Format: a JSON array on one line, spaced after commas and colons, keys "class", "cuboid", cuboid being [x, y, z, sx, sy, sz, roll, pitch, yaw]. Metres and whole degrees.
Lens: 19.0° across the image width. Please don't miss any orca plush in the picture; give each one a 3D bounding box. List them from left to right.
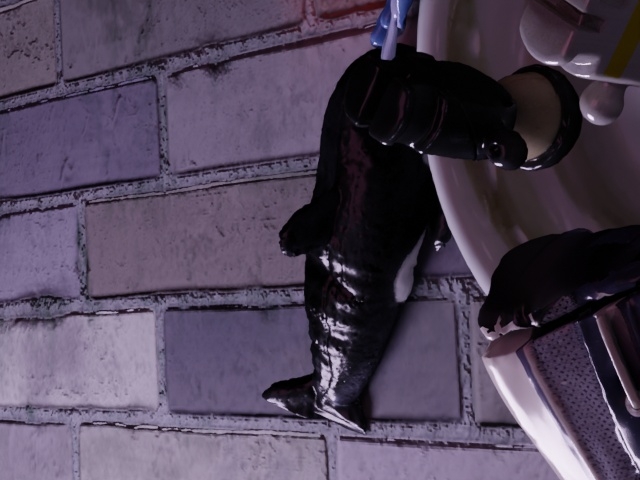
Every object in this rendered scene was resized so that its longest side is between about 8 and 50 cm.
[{"class": "orca plush", "cuboid": [0.000, 0.000, 1.355, 0.151, 0.102, 0.287, 49, 129, 41]}]

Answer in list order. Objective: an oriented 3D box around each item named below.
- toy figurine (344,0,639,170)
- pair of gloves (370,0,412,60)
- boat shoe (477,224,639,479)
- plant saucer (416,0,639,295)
[{"class": "toy figurine", "cuboid": [0.116, -0.150, 0.999, 0.209, 0.148, 0.213, -23, 70, 46]}, {"class": "pair of gloves", "cuboid": [0.056, -0.187, 1.246, 0.198, 0.023, 0.159, -76, -2, -69]}, {"class": "boat shoe", "cuboid": [0.227, 0.130, 0.927, 0.340, 0.127, 0.158, 51, 142, -14]}, {"class": "plant saucer", "cuboid": [0.213, -0.112, 1.063, 0.400, 0.101, 0.400, 0, 91, 54]}]
